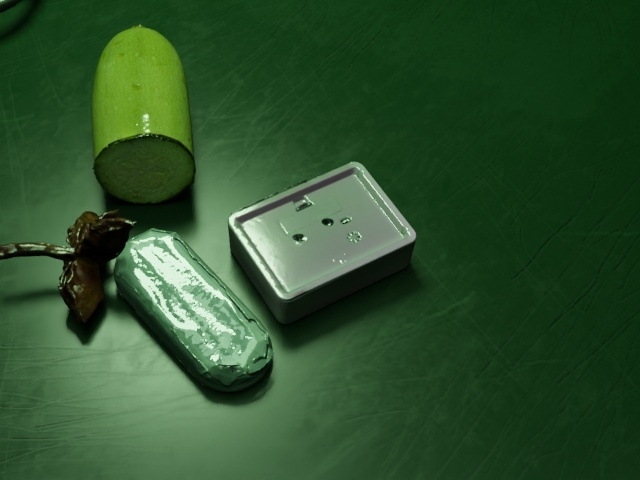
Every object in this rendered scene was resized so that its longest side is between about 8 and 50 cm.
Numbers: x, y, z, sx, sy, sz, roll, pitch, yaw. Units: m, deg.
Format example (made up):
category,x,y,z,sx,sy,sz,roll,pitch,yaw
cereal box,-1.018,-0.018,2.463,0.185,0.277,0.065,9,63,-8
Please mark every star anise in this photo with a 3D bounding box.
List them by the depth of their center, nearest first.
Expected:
category,x,y,z,sx,sy,sz,roll,pitch,yaw
star anise,-0.315,0.004,1.332,0.144,0.158,0.140,28,89,-28

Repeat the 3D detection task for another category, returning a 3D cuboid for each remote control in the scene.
category,x,y,z,sx,sy,sz,roll,pitch,yaw
remote control,-0.156,0.079,1.330,0.104,0.052,0.247,-38,66,-21

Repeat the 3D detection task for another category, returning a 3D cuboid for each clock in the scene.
category,x,y,z,sx,sy,sz,roll,pitch,yaw
clock,0.000,0.000,1.386,0.197,0.063,0.150,-25,59,-20

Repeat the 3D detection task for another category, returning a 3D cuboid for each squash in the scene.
category,x,y,z,sx,sy,sz,roll,pitch,yaw
squash,-0.235,-0.182,1.465,0.133,0.132,0.247,-4,53,-6

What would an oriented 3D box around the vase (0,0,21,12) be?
category,x,y,z,sx,sy,sz,roll,pitch,yaw
vase,-0.492,-0.432,1.626,0.301,0.156,0.251,-19,65,-23
